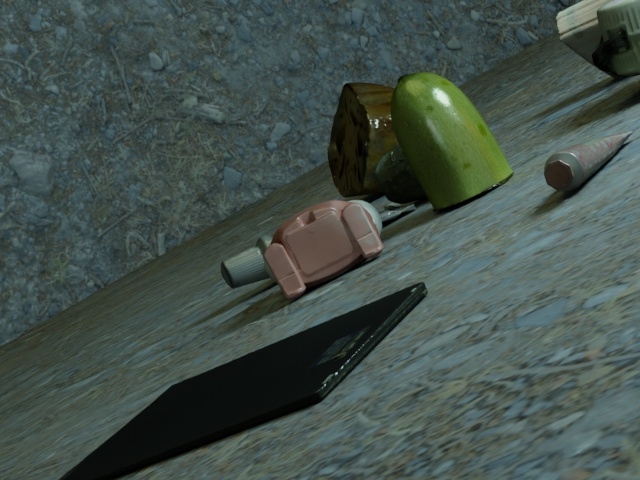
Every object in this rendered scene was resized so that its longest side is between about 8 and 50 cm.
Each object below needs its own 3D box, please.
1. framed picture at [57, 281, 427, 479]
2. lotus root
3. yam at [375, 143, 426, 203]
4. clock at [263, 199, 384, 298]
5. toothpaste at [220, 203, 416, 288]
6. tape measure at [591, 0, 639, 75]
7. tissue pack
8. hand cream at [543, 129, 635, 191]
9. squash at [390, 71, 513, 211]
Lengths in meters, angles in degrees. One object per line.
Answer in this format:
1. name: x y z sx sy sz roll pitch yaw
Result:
1. framed picture: -0.080 0.144 1.380 0.338 0.014 0.255 -25 7 31
2. lotus root: 0.120 -0.158 2.472 0.179 0.199 0.188 1 37 -20
3. yam: 0.168 -0.118 2.074 0.183 0.107 0.107 -24 7 44
4. clock: 0.000 0.000 1.862 0.165 0.093 0.162 -28 3 2
5. toothpaste: -0.007 0.001 2.061 0.282 0.069 0.099 -20 34 -15
6. tape measure: 0.493 -0.296 2.012 0.231 0.133 0.271 -17 8 20
7. tissue pack: 0.542 -0.361 2.228 0.325 0.071 0.170 -23 -29 37
8. hand cream: 0.291 -0.091 1.592 0.067 0.043 0.209 -29 -1 28
9. squash: 0.159 -0.138 1.898 0.123 0.187 0.123 -29 -1 0
